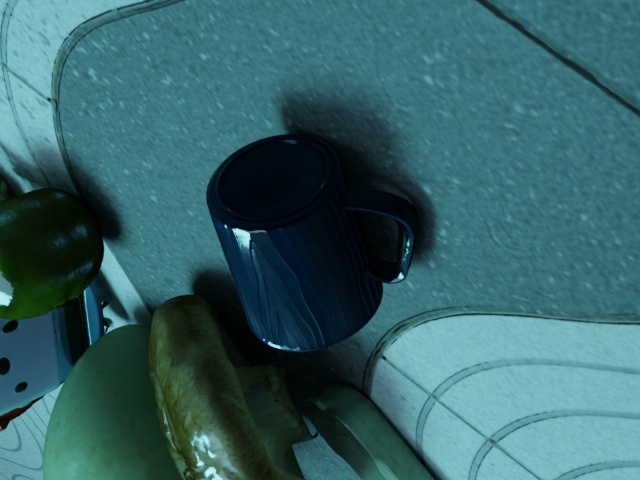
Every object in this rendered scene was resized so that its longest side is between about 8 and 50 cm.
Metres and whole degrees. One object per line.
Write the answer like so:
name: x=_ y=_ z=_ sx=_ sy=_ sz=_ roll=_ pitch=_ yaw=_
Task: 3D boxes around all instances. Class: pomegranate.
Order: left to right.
pomegranate: x=-0.333 y=0.001 z=1.338 sx=0.191 sy=0.152 sz=0.131 roll=31 pitch=130 yaw=31

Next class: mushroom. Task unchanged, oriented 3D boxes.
mushroom: x=-0.094 y=0.185 z=1.264 sx=0.278 sy=0.146 sz=0.278 roll=62 pitch=-178 yaw=-3

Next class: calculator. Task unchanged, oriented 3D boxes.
calculator: x=-0.369 y=0.122 z=1.429 sx=0.051 sy=0.293 sz=0.173 roll=25 pitch=128 yaw=41

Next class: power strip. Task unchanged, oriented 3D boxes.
power strip: x=0.082 y=0.256 z=1.284 sx=0.286 sy=0.048 sz=0.080 roll=51 pitch=151 yaw=-19

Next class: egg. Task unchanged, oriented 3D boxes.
egg: x=-0.216 y=0.236 z=1.429 sx=0.218 sy=0.295 sz=0.218 roll=-7 pitch=156 yaw=-3

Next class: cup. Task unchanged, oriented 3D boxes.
cup: x=-0.005 y=-0.006 z=0.956 sx=0.113 sy=0.150 sz=0.138 roll=-116 pitch=6 yaw=-46

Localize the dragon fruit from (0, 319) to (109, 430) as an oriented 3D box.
dragon fruit: x=-0.464 y=0.094 z=1.566 sx=0.269 sy=0.250 sz=0.291 roll=8 pitch=125 yaw=42
